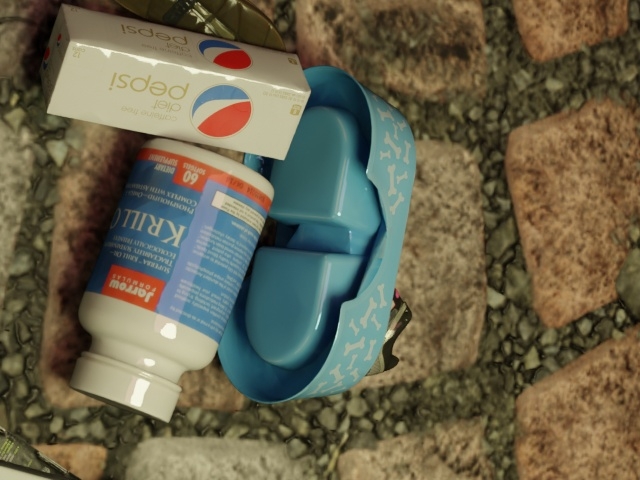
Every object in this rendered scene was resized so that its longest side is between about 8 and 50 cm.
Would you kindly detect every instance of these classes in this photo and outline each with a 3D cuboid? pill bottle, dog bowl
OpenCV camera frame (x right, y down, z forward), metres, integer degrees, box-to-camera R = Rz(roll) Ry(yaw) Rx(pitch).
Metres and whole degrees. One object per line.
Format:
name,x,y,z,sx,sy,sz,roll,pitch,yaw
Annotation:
pill bottle,-0.131,0.036,1.671,0.124,0.124,0.221,25,79,-28
dog bowl,0.000,0.000,1.732,0.074,0.166,0.297,15,84,-41

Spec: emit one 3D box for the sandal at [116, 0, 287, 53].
sandal,-0.112,-0.200,1.710,0.219,0.060,0.090,38,111,-26

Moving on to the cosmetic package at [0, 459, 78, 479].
cosmetic package,-0.247,0.319,1.532,0.377,0.097,0.284,29,76,-58

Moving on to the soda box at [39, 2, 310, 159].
soda box,-0.123,-0.133,1.670,0.216,0.069,0.074,10,122,-21

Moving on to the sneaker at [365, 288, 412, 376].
sneaker,0.048,0.048,1.811,0.075,0.063,0.170,3,95,-30

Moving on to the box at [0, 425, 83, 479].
box,-0.302,0.241,1.628,0.184,0.045,0.191,38,73,-28
